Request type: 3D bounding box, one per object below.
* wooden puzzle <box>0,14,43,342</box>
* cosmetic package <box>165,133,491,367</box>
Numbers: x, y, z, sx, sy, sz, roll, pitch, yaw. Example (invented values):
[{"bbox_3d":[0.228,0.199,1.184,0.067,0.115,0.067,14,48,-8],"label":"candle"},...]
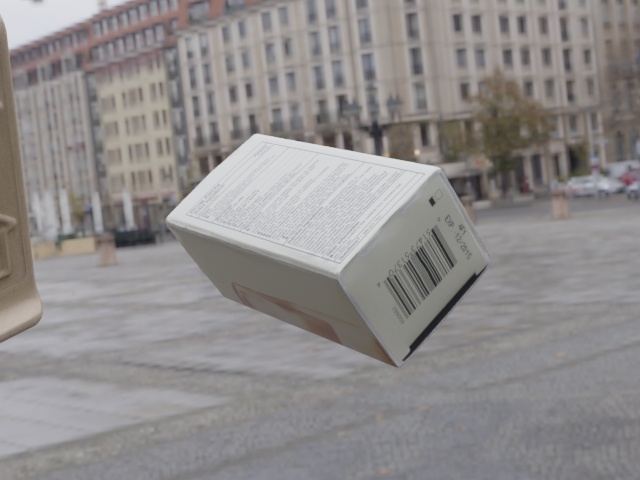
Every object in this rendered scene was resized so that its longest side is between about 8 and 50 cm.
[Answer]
[{"bbox_3d":[-0.419,-0.032,1.017,0.080,0.347,0.322,11,26,33],"label":"wooden puzzle"},{"bbox_3d":[0.000,0.000,1.085,0.153,0.129,0.296,-46,34,-19],"label":"cosmetic package"}]
